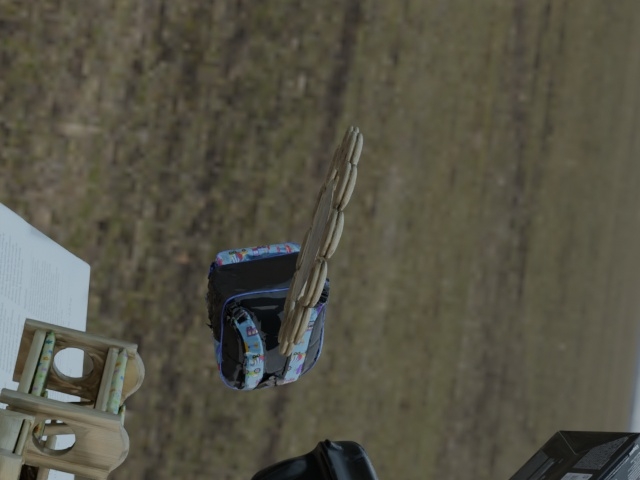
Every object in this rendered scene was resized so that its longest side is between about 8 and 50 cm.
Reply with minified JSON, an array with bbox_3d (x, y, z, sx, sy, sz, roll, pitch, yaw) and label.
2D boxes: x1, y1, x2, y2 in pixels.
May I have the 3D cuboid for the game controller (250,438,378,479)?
[{"bbox_3d":[0.009,0.360,2.089,0.067,0.166,0.319,62,3,-34],"label":"game controller"}]

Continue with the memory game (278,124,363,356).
[{"bbox_3d":[0.000,0.000,1.329,0.186,0.012,0.186,-162,-90,-85],"label":"memory game"}]

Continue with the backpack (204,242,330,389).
[{"bbox_3d":[-0.073,0.105,2.267,0.117,0.158,0.173,-122,-151,-46],"label":"backpack"}]

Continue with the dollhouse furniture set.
[{"bbox_3d":[-0.204,0.182,1.327,0.182,0.101,0.161,-87,-168,-61],"label":"dollhouse furniture set"}]

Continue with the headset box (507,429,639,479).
[{"bbox_3d":[0.276,0.376,1.809,0.218,0.110,0.293,-36,114,-44],"label":"headset box"}]

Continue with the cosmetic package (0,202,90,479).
[{"bbox_3d":[-0.357,0.131,1.691,0.284,0.097,0.377,43,38,-46],"label":"cosmetic package"}]
